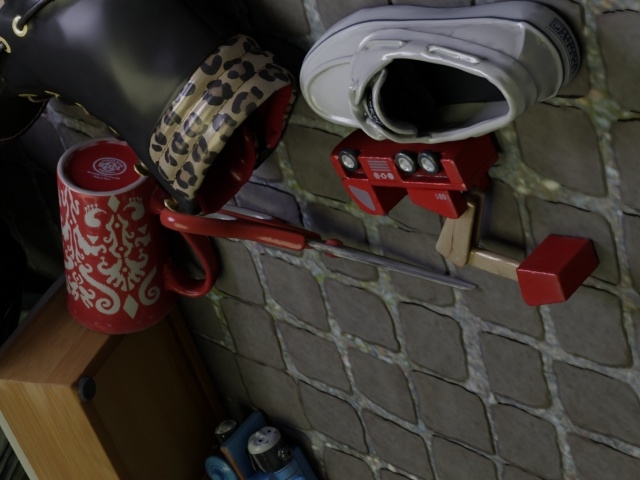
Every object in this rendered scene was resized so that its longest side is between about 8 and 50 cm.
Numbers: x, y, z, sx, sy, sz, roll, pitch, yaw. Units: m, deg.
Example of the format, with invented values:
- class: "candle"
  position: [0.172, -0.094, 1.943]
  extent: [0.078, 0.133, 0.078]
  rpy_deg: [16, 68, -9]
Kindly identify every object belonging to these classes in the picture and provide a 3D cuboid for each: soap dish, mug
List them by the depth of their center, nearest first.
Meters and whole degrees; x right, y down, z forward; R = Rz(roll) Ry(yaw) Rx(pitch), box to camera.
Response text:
- class: "mug"
  position: [-0.182, -0.012, 1.478]
  extent: [0.113, 0.150, 0.169]
  rpy_deg: [-111, 15, -47]
- class: "soap dish"
  position: [-0.208, 0.178, 1.588]
  extent: [0.118, 0.229, 0.291]
  rpy_deg: [-1, 126, 31]

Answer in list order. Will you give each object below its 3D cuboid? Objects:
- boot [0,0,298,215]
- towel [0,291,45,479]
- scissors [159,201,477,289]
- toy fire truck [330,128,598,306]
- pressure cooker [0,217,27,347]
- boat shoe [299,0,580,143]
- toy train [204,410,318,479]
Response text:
- class: "boot"
  position: [-0.182, -0.130, 1.301]
  extent: [0.284, 0.138, 0.377]
  rpy_deg: [44, 143, 7]
- class: "towel"
  position: [-0.444, 0.196, 1.729]
  extent: [0.374, 0.320, 0.090]
  rpy_deg: [2, 140, 32]
- class: "scissors"
  position: [0.000, 0.000, 1.311]
  extent: [0.297, 0.109, 0.021]
  rpy_deg: [11, 98, 16]
- class: "toy fire truck"
  position: [0.103, -0.022, 1.147]
  extent: [0.192, 0.047, 0.135]
  rpy_deg: [5, 130, 49]
- class: "pressure cooker"
  position: [-0.504, 0.049, 1.544]
  extent: [0.420, 0.370, 0.375]
  rpy_deg: [46, -179, -21]
- class: "boat shoe"
  position: [0.059, -0.112, 1.068]
  extent: [0.258, 0.084, 0.095]
  rpy_deg: [-7, 120, 53]
- class: "toy train"
  position: [-0.045, 0.266, 1.617]
  extent: [0.105, 0.080, 0.184]
  rpy_deg: [-8, 116, 43]
